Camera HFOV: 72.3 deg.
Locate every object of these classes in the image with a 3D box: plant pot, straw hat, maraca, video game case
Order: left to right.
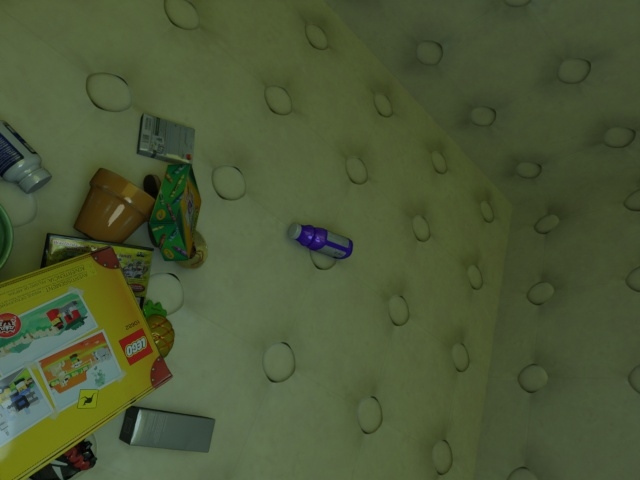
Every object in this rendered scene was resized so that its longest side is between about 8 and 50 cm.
[{"bbox_3d":[-0.626,0.123,1.221,0.275,0.035,0.248,11,86,-35],"label":"video game case"},{"bbox_3d":[-0.623,-0.081,1.312,0.205,0.205,0.187,37,73,-25],"label":"plant pot"},{"bbox_3d":[-0.506,0.274,1.346,0.127,0.099,0.185,44,29,-62],"label":"maraca"},{"bbox_3d":[-0.458,0.032,1.482,0.145,0.061,0.144,1,88,-48],"label":"straw hat"}]

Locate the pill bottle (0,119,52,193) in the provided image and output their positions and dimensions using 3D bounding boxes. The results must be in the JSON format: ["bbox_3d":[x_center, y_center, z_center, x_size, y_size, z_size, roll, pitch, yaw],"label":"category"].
[{"bbox_3d":[-0.851,-0.226,1.213,0.186,0.112,0.112,51,52,-15],"label":"pill bottle"}]

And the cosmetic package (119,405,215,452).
[{"bbox_3d":[-0.447,0.556,1.290,0.238,0.127,0.107,22,65,-34],"label":"cosmetic package"}]

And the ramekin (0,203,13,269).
[{"bbox_3d":[-0.930,0.005,1.056,0.304,0.148,0.303,13,69,-35],"label":"ramekin"}]

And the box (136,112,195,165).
[{"bbox_3d":[-0.541,-0.351,1.546,0.186,0.038,0.145,10,71,-35],"label":"box"}]

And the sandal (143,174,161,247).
[{"bbox_3d":[-0.522,-0.100,1.457,0.079,0.088,0.239,-8,89,-63],"label":"sandal"}]

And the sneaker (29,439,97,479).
[{"bbox_3d":[-0.688,0.516,1.088,0.135,0.098,0.276,-35,127,-21],"label":"sneaker"}]

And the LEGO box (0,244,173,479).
[{"bbox_3d":[-0.638,0.274,0.951,0.500,0.193,0.372,-29,99,-52],"label":"LEGO box"}]

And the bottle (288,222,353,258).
[{"bbox_3d":[0.000,0.000,1.819,0.283,0.118,0.092,20,67,-32],"label":"bottle"}]

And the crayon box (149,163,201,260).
[{"bbox_3d":[-0.448,-0.092,1.377,0.081,0.165,0.278,-2,47,-2],"label":"crayon box"}]
